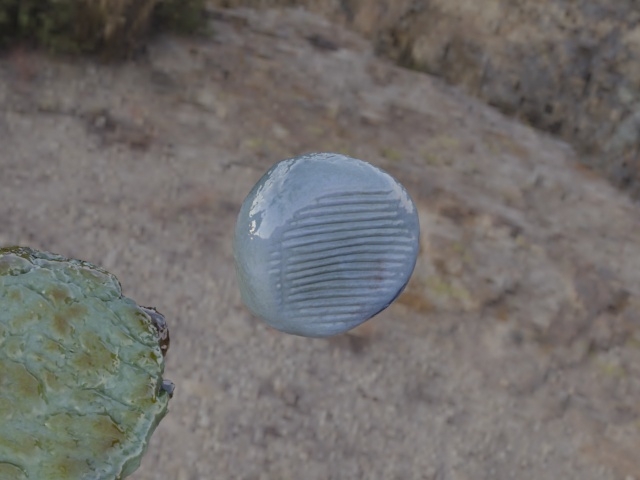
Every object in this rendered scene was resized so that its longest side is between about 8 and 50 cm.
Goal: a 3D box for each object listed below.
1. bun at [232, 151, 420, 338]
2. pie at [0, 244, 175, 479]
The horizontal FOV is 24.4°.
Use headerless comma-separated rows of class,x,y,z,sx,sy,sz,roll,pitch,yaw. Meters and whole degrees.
bun,0.000,0.000,1.058,0.141,0.141,0.083,0,20,-24
pie,-0.238,0.085,1.026,0.274,0.105,0.257,28,35,-7
